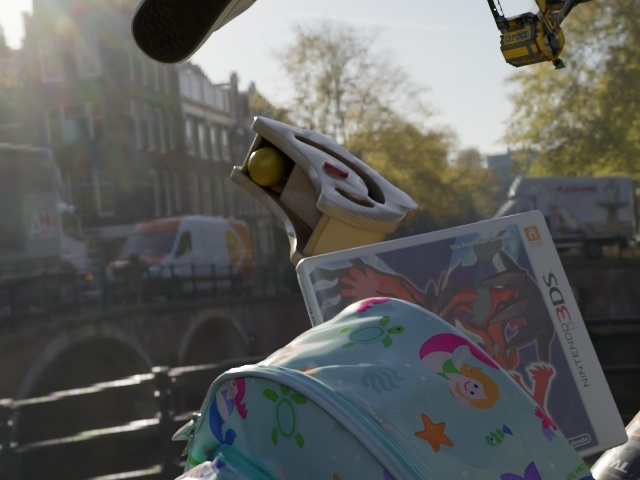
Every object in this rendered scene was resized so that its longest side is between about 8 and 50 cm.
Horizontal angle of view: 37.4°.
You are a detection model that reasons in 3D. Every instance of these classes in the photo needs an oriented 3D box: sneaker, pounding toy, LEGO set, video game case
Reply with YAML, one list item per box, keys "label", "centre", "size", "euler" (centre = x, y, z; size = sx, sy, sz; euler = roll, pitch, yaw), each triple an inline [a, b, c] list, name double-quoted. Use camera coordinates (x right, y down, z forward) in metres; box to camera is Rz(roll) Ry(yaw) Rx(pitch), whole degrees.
- label: "sneaker"
  centre: [-0.071, -0.300, 0.937]
  size: [0.290, 0.106, 0.123]
  euler: [-35, 17, 23]
- label: "pounding toy"
  centre: [0.000, 0.000, 0.988]
  size: [0.269, 0.155, 0.154]
  euler: [40, 25, 31]
- label: "LEGO set"
  centre: [0.323, -0.406, 1.245]
  size: [0.192, 0.331, 0.255]
  euler: [-6, 24, 42]
- label: "video game case"
  centre: [0.101, 0.081, 0.666]
  size: [0.201, 0.183, 0.023]
  euler: [-12, -16, -21]

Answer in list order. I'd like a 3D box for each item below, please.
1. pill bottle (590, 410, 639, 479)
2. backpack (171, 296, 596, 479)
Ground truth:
- label: "pill bottle"
  centre: [0.296, 0.195, 0.756]
  size: [0.245, 0.130, 0.130]
  euler: [-44, 13, -15]
- label: "backpack"
  centre: [0.016, 0.165, 0.482]
  size: [0.191, 0.225, 0.253]
  euler: [-20, -32, -43]
